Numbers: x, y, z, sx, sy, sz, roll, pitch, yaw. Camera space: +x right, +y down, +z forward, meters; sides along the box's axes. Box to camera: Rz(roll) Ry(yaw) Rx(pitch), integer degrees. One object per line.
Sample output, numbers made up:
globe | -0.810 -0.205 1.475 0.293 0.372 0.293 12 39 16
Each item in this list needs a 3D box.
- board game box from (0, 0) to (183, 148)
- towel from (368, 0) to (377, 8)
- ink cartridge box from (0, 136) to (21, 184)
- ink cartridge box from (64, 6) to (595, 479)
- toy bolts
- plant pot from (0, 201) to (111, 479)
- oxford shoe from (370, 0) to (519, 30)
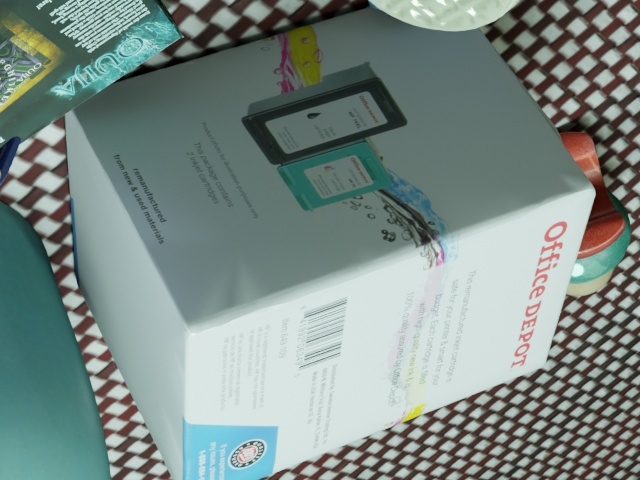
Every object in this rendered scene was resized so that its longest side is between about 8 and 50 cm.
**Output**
board game box | -0.182 -0.104 1.022 0.186 0.026 0.126 -33 148 2
towel | 0.067 -0.194 1.102 0.067 0.029 0.119 -13 145 -27
ink cartridge box | -0.300 0.024 0.919 0.311 0.065 0.186 -31 -169 1
ink cartridge box | 0.000 0.000 1.154 0.270 0.197 0.198 -19 145 -19
toy bolts | 0.271 -0.001 1.402 0.228 0.218 0.158 -13 155 5
plant pot | -0.262 0.148 1.106 0.293 0.235 0.293 -21 146 -15
oxford shoe | 0.061 -0.304 0.868 0.449 0.169 0.130 83 28 -48
